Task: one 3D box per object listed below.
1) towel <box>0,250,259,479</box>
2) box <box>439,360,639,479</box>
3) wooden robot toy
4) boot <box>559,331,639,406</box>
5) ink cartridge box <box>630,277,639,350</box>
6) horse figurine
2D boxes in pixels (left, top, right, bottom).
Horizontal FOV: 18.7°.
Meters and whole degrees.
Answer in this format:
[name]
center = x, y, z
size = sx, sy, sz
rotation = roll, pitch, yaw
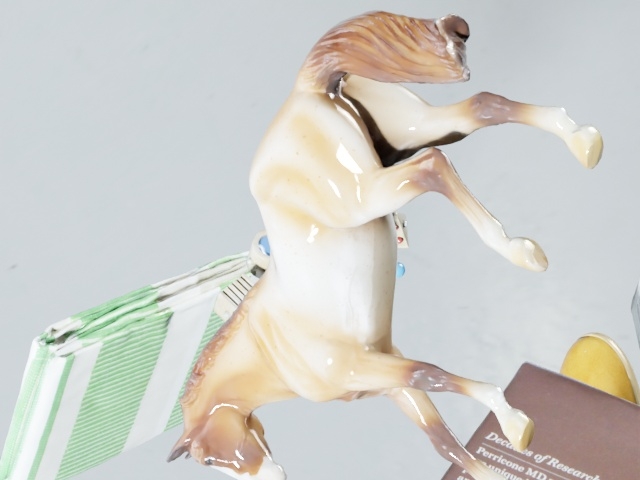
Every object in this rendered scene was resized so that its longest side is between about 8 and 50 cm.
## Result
[towel]
center = -0.129, 0.098, 1.683
size = 0.325, 0.248, 0.038
rotation = -26, 64, -35
[box]
center = 0.101, 0.273, 1.258
size = 0.143, 0.191, 0.381
rotation = 23, 42, 21
[wooden robot toy]
center = 0.000, 0.000, 1.422
size = 0.173, 0.079, 0.076
rotation = -22, 67, -22
[boot]
center = 0.189, 0.238, 1.758
size = 0.211, 0.104, 0.295
rotation = -5, 98, -34
[ink cartridge box]
center = 0.391, 0.140, 1.403
size = 0.272, 0.130, 0.309
rotation = -9, 63, -1
[horse figurine]
center = 0.023, 0.008, 0.818
size = 0.066, 0.174, 0.263
rotation = -33, 136, -46
